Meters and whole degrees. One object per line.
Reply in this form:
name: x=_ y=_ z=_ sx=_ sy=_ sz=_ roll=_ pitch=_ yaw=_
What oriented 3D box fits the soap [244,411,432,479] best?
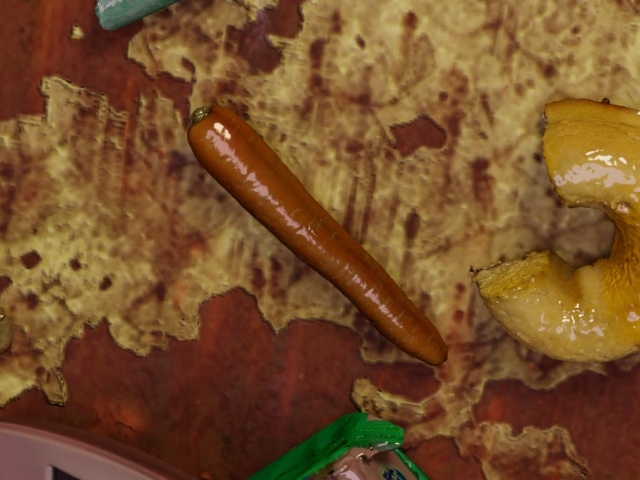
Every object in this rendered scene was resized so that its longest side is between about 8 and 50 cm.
soap: x=0.042 y=0.277 z=1.166 sx=0.218 sy=0.098 sz=0.273 roll=-36 pitch=101 yaw=14

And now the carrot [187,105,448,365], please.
carrot: x=0.000 y=0.000 z=1.112 sx=0.043 sy=0.043 sz=0.248 roll=-42 pitch=101 yaw=16

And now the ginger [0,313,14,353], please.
ginger: x=-0.244 y=0.060 z=1.158 sx=0.048 sy=0.030 sz=0.097 roll=2 pitch=110 yaw=6

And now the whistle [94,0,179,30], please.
whistle: x=-0.063 y=-0.188 z=1.058 sx=0.186 sy=0.039 sz=0.039 roll=-22 pitch=104 yaw=11

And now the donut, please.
donut: x=0.187 y=0.005 z=1.079 sx=0.146 sy=0.078 sz=0.181 roll=23 pitch=110 yaw=1

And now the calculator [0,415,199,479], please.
calculator: x=-0.110 y=0.251 z=1.129 sx=0.329 sy=0.048 sz=0.220 roll=23 pitch=118 yaw=29
